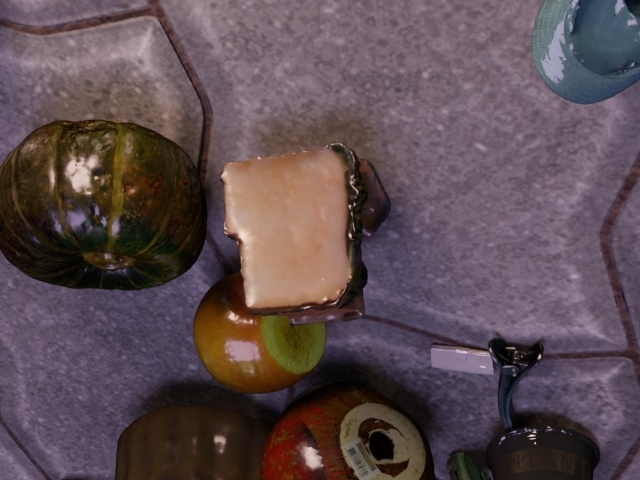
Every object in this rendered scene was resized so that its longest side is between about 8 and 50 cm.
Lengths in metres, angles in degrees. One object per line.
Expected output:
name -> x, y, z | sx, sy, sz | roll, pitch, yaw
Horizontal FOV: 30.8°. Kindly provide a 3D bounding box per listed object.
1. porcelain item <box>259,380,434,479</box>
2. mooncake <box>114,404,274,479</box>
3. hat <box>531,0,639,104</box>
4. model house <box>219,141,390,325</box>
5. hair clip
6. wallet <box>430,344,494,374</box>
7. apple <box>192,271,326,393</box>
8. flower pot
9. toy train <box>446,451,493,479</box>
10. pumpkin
porcelain item -> 0.021, 0.323, 1.588 | 0.253, 0.253, 0.253 | 11, 137, 10
mooncake -> -0.169, 0.380, 1.743 | 0.290, 0.161, 0.290 | 2, 141, 2
hat -> 0.274, -0.218, 1.060 | 0.138, 0.078, 0.191 | 32, 118, -24
model house -> 0.000, 0.000, 1.323 | 0.166, 0.183, 0.172 | -6, 170, 24
hair clip -> 0.255, 0.208, 1.536 | 0.070, 0.039, 0.229 | 5, 140, 12
wallet -> 0.186, 0.157, 1.521 | 0.083, 0.011, 0.044 | 6, 135, 16
apple -> -0.082, 0.116, 1.487 | 0.163, 0.146, 0.147 | 5, 131, 20
flower pot -> 0.302, 0.333, 1.569 | 0.157, 0.107, 0.157 | 3, 139, 2
toy train -> 0.217, 0.359, 1.624 | 0.071, 0.148, 0.038 | 36, 107, -18
pumpkin -> -0.252, -0.052, 1.359 | 0.260, 0.189, 0.260 | -2, 159, -1
